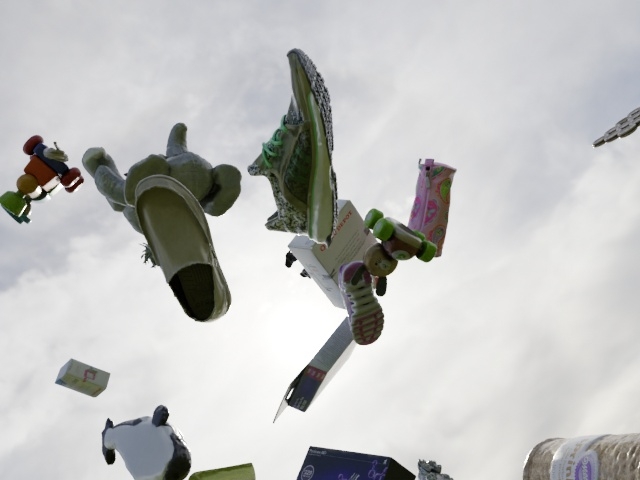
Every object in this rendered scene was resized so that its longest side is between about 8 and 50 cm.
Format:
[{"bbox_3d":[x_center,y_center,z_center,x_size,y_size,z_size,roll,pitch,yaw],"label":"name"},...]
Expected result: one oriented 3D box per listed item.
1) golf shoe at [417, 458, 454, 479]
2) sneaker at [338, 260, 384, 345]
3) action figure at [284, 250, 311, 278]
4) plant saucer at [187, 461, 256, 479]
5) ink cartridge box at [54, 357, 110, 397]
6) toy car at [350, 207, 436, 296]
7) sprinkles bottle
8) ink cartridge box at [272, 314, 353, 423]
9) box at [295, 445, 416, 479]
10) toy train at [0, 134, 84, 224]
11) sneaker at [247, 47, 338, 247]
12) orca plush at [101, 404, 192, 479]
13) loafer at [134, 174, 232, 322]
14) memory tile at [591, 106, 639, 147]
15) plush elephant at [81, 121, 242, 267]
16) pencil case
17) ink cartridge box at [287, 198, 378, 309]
[{"bbox_3d":[0.273,0.594,1.629,0.069,0.176,0.085,11,-89,-4],"label":"golf shoe"},{"bbox_3d":[0.098,0.156,1.770,0.095,0.104,0.236,-16,-75,-15],"label":"sneaker"},{"bbox_3d":[0.000,0.000,2.156,0.141,0.164,0.275,-38,12,43],"label":"action figure"},{"bbox_3d":[-0.201,0.542,1.330,0.188,0.045,0.188,16,-90,-55],"label":"plant saucer"},{"bbox_3d":[-0.664,0.387,1.902,0.122,0.052,0.088,30,-44,-25],"label":"ink cartridge box"},{"bbox_3d":[0.155,0.045,1.637,0.155,0.149,0.188,26,-77,-21],"label":"toy car"},{"bbox_3d":[0.379,0.299,0.841,0.121,0.121,0.355,-29,-12,-16],"label":"sprinkles bottle"},{"bbox_3d":[0.007,0.373,1.960,0.330,0.071,0.324,-48,-12,-33],"label":"ink cartridge box"},{"bbox_3d":[0.057,0.565,1.490,0.103,0.261,0.184,46,-125,-28],"label":"box"},{"bbox_3d":[-0.508,-0.103,1.193,0.105,0.248,0.143,42,-103,-10],"label":"toy train"},{"bbox_3d":[-0.065,-0.172,1.363,0.182,0.158,0.410,-2,-66,6],"label":"sneaker"},{"bbox_3d":[-0.286,0.375,1.170,0.102,0.151,0.287,32,-37,-32],"label":"orca plush"},{"bbox_3d":[-0.219,0.019,1.104,0.102,0.092,0.268,-25,-75,1],"label":"loafer"},{"bbox_3d":[0.604,-0.229,1.316,0.148,0.012,0.113,-37,4,-17],"label":"memory tile"},{"bbox_3d":[-0.334,-0.132,1.495,0.272,0.330,0.255,11,-43,-43],"label":"plush elephant"},{"bbox_3d":[0.316,-0.092,1.972,0.124,0.124,0.284,6,-84,-43],"label":"pencil case"},{"bbox_3d":[0.063,0.042,2.018,0.207,0.117,0.283,-52,-56,-25],"label":"ink cartridge box"}]
